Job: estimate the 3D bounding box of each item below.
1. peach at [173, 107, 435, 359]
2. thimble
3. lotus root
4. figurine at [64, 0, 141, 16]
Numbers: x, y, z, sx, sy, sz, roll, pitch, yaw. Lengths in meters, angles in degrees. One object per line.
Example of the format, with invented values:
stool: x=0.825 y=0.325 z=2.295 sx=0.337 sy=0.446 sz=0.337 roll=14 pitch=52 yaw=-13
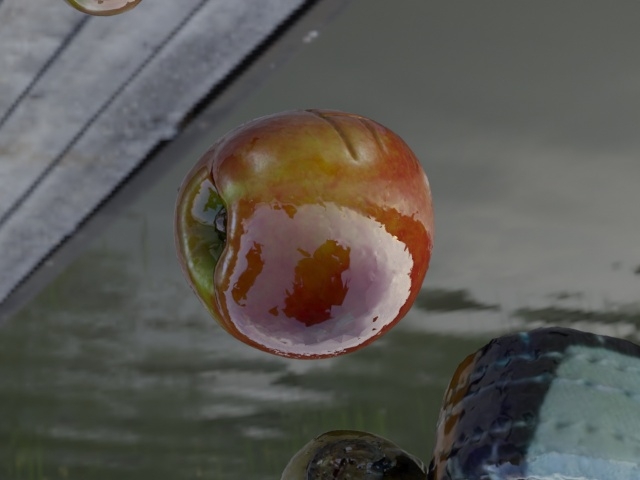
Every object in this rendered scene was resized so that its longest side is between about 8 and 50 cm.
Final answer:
peach: x=0.000 y=0.000 z=1.412 sx=0.275 sy=0.245 sz=0.248 roll=-5 pitch=160 yaw=-30
thimble: x=0.197 y=0.185 z=1.042 sx=0.237 sy=0.150 sz=0.237 roll=9 pitch=133 yaw=10
lotus root: x=0.043 y=0.270 z=1.167 sx=0.154 sy=0.154 sz=0.278 roll=-13 pitch=138 yaw=11
figurine: x=-0.056 y=-0.146 z=0.512 sx=0.274 sy=0.194 sz=0.133 roll=-22 pitch=137 yaw=30
